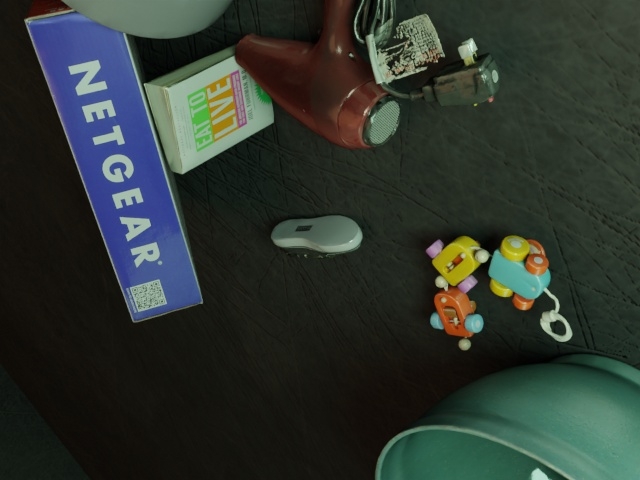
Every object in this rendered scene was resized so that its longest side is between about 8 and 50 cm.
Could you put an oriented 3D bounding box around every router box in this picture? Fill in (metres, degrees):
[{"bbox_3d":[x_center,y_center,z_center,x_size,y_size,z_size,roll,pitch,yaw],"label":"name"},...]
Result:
[{"bbox_3d":[-0.231,-0.128,0.829,0.301,0.082,0.336,-120,17,-60],"label":"router box"}]

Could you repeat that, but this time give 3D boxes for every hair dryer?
[{"bbox_3d":[0.027,-0.196,0.651,0.293,0.080,0.224,-13,93,45],"label":"hair dryer"}]

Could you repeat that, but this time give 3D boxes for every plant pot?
[{"bbox_3d":[0.224,0.226,0.640,0.293,0.196,0.293,28,137,31],"label":"plant pot"}]

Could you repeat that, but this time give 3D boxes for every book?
[{"bbox_3d":[-0.110,-0.143,0.756,0.035,0.144,0.096,18,131,34],"label":"book"}]

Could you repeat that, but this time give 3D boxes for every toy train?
[{"bbox_3d":[0.168,0.046,0.690,0.166,0.046,0.125,-7,114,53],"label":"toy train"}]

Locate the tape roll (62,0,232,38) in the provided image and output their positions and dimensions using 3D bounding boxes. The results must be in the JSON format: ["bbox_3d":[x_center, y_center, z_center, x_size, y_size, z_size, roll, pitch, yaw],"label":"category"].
[{"bbox_3d":[-0.158,-0.293,0.630,0.219,0.219,0.072,56,143,-3],"label":"tape roll"}]

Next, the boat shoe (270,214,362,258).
[{"bbox_3d":[0.000,0.000,0.837,0.142,0.049,0.040,4,140,47],"label":"boat shoe"}]
